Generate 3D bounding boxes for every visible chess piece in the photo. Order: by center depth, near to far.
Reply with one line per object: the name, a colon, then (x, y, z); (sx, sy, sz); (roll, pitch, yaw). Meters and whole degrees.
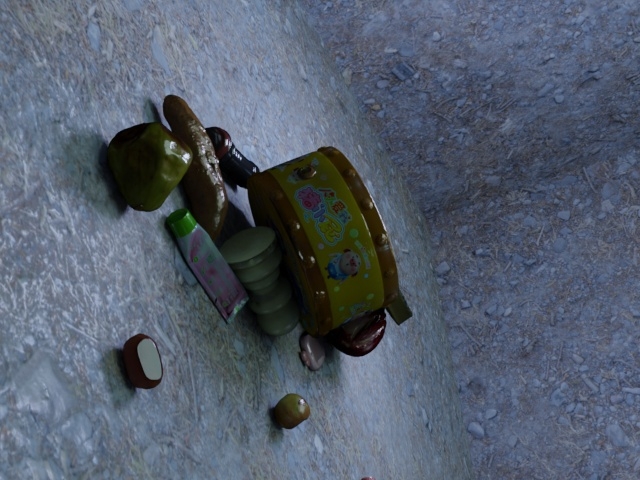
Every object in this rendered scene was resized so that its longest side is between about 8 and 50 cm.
chess piece: (-0.126, 0.110, 1.947); (0.144, 0.144, 0.251); (-81, 155, -57)

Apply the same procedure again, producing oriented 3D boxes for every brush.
brush: (0.168, 0.114, 2.190); (0.197, 0.059, 0.123); (63, -3, -25)

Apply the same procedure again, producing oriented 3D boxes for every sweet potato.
sweet potato: (-0.260, -0.148, 1.843); (0.106, 0.095, 0.355); (-10, 84, -36)

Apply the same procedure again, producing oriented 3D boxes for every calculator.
calculator: (-0.020, 0.288, 2.248); (0.166, 0.024, 0.103); (-45, 116, -72)

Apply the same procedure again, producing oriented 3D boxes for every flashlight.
flashlight: (-0.218, -0.195, 2.050); (0.232, 0.093, 0.093); (40, 35, -66)

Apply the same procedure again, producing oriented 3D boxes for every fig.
fig: (-0.315, -0.134, 1.579); (0.154, 0.144, 0.166); (6, 86, -36)

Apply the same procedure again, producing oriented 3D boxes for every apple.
apple: (-0.065, 0.382, 1.911); (0.071, 0.084, 0.084); (56, 15, 10)

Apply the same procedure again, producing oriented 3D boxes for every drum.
drum: (0.000, 0.000, 2.007); (0.431, 0.214, 0.431); (158, -90, -78)

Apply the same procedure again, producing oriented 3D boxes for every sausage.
sausage: (-0.296, 0.202, 1.415); (0.059, 0.054, 0.094); (-14, 85, -37)

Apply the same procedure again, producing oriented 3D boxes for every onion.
onion: (0.091, 0.163, 2.369); (0.314, 0.232, 0.314); (-22, 90, -89)

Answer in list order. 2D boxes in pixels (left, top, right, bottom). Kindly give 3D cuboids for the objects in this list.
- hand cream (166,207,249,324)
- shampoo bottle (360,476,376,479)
hand cream: (-0.232, 0.051, 1.786); (0.050, 0.079, 0.275); (35, -23, 55)
shampoo bottle: (0.135, 0.728, 2.221); (0.108, 0.051, 0.221); (51, 25, -46)
